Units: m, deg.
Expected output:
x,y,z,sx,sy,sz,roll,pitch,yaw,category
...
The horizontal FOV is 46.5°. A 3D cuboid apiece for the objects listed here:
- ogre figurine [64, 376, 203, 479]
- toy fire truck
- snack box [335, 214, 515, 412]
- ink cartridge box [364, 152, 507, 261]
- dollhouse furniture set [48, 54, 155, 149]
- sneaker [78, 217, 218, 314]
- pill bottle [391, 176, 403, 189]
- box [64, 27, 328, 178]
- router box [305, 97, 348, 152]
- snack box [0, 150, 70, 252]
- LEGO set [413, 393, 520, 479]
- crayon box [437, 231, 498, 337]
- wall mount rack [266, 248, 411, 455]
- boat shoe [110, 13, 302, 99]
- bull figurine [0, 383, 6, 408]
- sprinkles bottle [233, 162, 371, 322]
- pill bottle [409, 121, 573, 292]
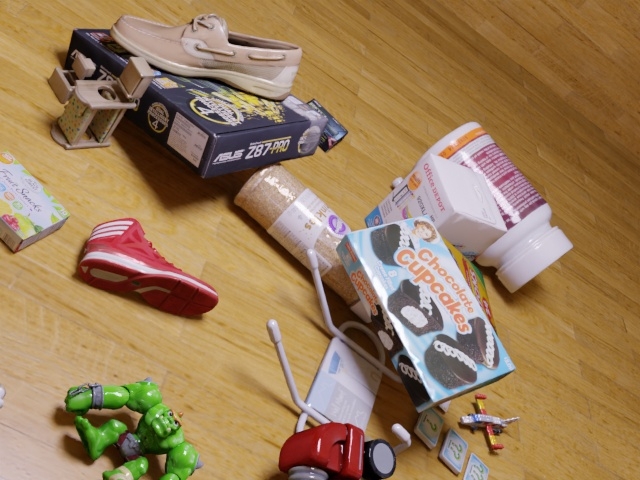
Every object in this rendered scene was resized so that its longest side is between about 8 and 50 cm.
x,y,z,sx,sy,sz,roll,pitch,yaw,category
-0.234,0.257,0.959,0.118,0.097,0.197,-27,58,-35,ogre figurine
-0.038,0.350,1.010,0.246,0.158,0.217,32,48,-32,toy fire truck
0.178,0.115,1.286,0.187,0.060,0.322,-13,65,-31,snack box
0.246,-0.037,1.612,0.168,0.233,0.171,16,43,-35,ink cartridge box
-0.396,-0.273,1.254,0.101,0.182,0.161,-15,65,-51,dollhouse furniture set
-0.258,0.029,1.170,0.221,0.087,0.128,25,41,-28,sneaker
0.208,-0.113,1.817,0.043,0.043,0.083,-9,60,-49,pill bottle
-0.230,-0.272,1.403,0.395,0.097,0.318,38,30,24,box
-0.001,-0.276,1.779,0.122,0.038,0.092,44,34,0,router box
-0.457,-0.060,1.100,0.141,0.037,0.100,45,34,1,snack box
0.285,0.340,1.422,0.182,0.060,0.244,46,34,-4,LEGO set
0.258,0.117,1.477,0.318,0.081,0.202,33,42,-53,crayon box
0.034,0.197,1.251,0.304,0.130,0.350,39,34,-8,wall mount rack
-0.203,-0.359,1.353,0.341,0.110,0.122,12,30,-20,boat shoe
-0.495,0.110,0.833,0.310,0.101,0.188,49,33,8,bull figurine
0.000,0.000,1.427,0.355,0.121,0.121,42,35,-3,sprinkles bottle
0.421,-0.078,1.841,0.392,0.224,0.224,53,36,13,pill bottle
